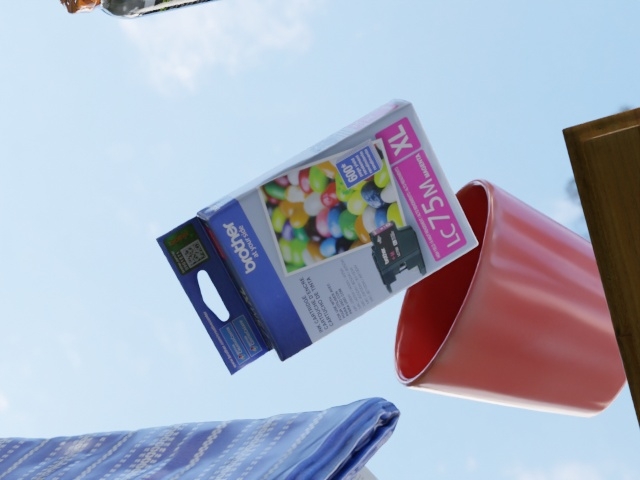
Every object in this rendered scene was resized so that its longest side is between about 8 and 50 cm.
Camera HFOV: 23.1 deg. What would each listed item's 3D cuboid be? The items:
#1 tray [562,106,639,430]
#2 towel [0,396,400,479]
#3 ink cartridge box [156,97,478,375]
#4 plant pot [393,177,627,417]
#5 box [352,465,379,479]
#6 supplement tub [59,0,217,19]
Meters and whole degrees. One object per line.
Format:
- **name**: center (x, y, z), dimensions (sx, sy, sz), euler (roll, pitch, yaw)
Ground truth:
- **tray**: center (0.355, 0.078, 1.322), dimensions (0.203, 0.076, 0.410), euler (-15, -98, 16)
- **towel**: center (-0.143, 0.153, 0.913), dimensions (0.336, 0.243, 0.040), euler (-8, -76, 28)
- **ink cartridge box**: center (0.000, 0.000, 1.704), dimensions (0.185, 0.311, 0.065), euler (63, -10, -16)
- **plant pot**: center (0.254, 0.090, 1.935), dimensions (0.243, 0.275, 0.275), euler (21, -42, -11)
- **box**: center (-0.007, 0.268, 1.558), dimensions (0.087, 0.101, 0.102), euler (47, -53, -8)
- **supplement tub**: center (-0.109, -0.235, 1.191), dimensions (0.117, 0.190, 0.117), euler (48, -33, 48)
